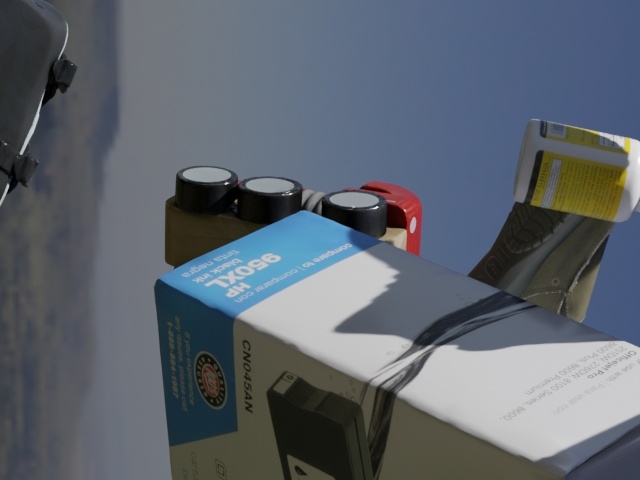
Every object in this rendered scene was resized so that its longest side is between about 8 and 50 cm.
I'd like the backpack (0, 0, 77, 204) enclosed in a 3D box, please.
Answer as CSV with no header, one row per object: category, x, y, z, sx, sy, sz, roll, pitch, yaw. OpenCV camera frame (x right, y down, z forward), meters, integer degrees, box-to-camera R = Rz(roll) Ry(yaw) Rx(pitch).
backpack,-0.366,-0.131,1.616,0.253,0.191,0.225,1,-112,50

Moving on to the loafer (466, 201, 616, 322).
loafer,0.196,0.021,1.607,0.251,0.087,0.094,-51,-155,19

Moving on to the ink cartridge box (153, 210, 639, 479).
ink cartridge box,0.074,0.182,1.336,0.395,0.166,0.285,22,-55,42

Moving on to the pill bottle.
pill bottle,0.207,-0.049,1.406,0.065,0.116,0.065,12,90,-87

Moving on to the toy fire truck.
toy fire truck,0.000,0.000,1.717,0.246,0.217,0.158,-36,131,-60
